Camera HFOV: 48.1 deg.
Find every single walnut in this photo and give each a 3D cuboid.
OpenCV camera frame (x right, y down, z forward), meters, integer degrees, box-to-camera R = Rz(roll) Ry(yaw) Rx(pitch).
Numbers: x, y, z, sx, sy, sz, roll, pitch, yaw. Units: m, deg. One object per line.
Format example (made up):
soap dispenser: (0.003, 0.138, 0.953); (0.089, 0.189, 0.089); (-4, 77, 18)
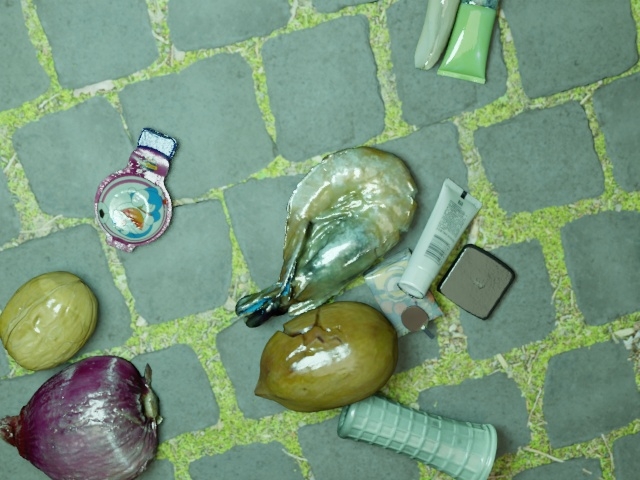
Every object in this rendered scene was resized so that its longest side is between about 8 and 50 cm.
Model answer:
walnut: (0.006, 0.228, 1.378); (0.298, 0.203, 0.203); (-24, 99, -5)
walnut: (-0.520, 0.151, 1.378); (0.165, 0.165, 0.197); (40, 88, -7)

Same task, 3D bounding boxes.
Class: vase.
vase: (0.189, 0.391, 1.455); (0.299, 0.143, 0.143); (21, 98, -1)

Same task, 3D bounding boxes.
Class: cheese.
cheese: (-0.352, -0.094, 1.390); (0.155, 0.062, 0.244); (23, 97, -3)

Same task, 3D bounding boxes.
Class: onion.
onion: (-0.497, 0.384, 1.418); (0.349, 0.159, 0.267); (-14, 97, 0)

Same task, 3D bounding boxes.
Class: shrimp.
shrimp: (0.000, 0.000, 1.400); (0.221, 0.110, 0.445); (44, 92, -2)

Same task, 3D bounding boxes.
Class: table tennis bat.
table tennis bat: (0.195, 0.164, 1.415); (0.050, 0.007, 0.083); (-43, 99, 5)

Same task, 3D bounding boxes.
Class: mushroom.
mushroom: (0.223, -0.421, 1.343); (0.071, 0.084, 0.209); (5, 103, -34)

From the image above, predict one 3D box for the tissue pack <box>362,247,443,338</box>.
tissue pack: (0.164, 0.106, 1.438); (0.109, 0.060, 0.148); (-28, 98, 4)

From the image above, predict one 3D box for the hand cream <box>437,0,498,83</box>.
hand cream: (0.288, -0.395, 1.368); (0.095, 0.046, 0.175); (11, 105, -4)

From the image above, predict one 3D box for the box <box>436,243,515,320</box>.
box: (0.317, 0.083, 1.458); (0.126, 0.027, 0.125); (32, 95, -5)

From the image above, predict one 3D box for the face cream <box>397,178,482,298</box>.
face cream: (0.228, -0.002, 1.397); (0.092, 0.058, 0.243); (35, 71, -9)
